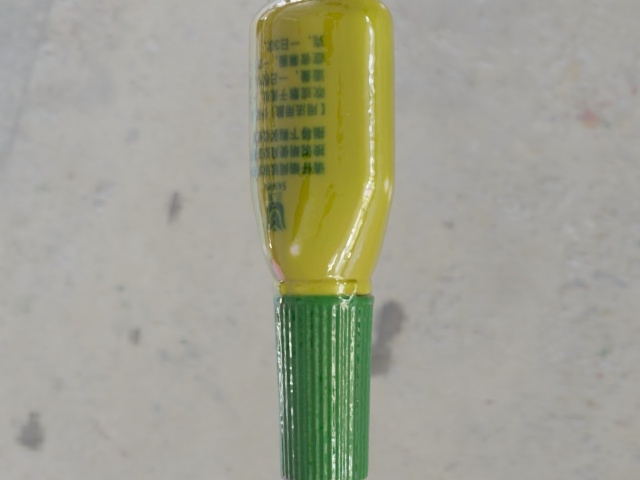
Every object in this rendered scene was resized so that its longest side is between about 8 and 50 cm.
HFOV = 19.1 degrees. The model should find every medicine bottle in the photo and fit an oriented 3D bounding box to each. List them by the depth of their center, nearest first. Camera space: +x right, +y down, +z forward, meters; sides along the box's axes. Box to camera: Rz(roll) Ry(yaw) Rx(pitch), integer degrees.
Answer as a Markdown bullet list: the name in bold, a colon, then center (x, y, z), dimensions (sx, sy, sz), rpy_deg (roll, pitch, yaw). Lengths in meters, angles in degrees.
- **medicine bottle**: center (0.000, 0.000, 0.993), dimensions (0.095, 0.064, 0.260), rpy_deg (-2, 88, 47)
